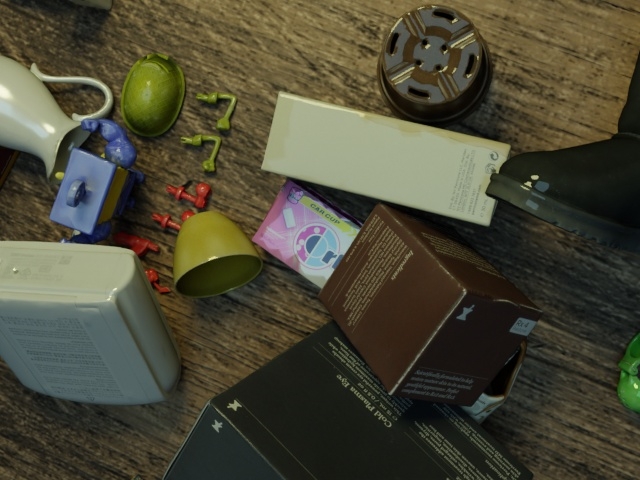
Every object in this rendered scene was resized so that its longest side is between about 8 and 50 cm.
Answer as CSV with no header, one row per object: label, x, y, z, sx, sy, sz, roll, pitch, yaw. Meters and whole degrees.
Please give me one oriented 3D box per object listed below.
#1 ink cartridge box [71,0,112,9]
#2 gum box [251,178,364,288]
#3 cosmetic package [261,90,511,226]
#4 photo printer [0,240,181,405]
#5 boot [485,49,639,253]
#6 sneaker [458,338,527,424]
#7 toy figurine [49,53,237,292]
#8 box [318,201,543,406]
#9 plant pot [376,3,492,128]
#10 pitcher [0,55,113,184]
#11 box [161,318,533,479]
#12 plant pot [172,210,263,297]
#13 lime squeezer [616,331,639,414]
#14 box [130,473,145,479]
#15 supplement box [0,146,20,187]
ink cartridge box,-0.358,-0.405,1.060,0.060,0.180,0.104,13,97,8
gum box,0.000,0.000,1.097,0.188,0.062,0.107,34,100,5
cosmetic package,0.092,-0.111,1.024,0.310,0.160,0.113,15,97,7
photo printer,-0.348,0.135,1.079,0.256,0.107,0.307,2,139,11
boot,0.409,-0.213,0.894,0.146,0.367,0.445,34,108,49
sneaker,0.190,0.228,1.059,0.106,0.123,0.290,33,101,3
toy figurine,-0.279,-0.088,1.059,0.191,0.217,0.362,25,100,6
box,0.138,0.084,0.976,0.167,0.169,0.203,-57,42,18
plant pot,0.152,-0.237,0.998,0.167,0.165,0.166,1,96,9
pitcher,-0.441,-0.212,1.134,0.207,0.125,0.177,35,72,1
box,0.040,0.303,0.943,0.343,0.312,0.179,42,124,17
plant pot,-0.163,0.013,1.105,0.134,0.134,0.095,-25,66,11
lime squeezer,0.476,0.178,1.038,0.110,0.059,0.310,3,95,10
box,-0.310,0.430,1.137,0.054,0.169,0.059,37,100,4
supplement box,-0.612,-0.136,1.123,0.194,0.191,0.129,32,98,6
